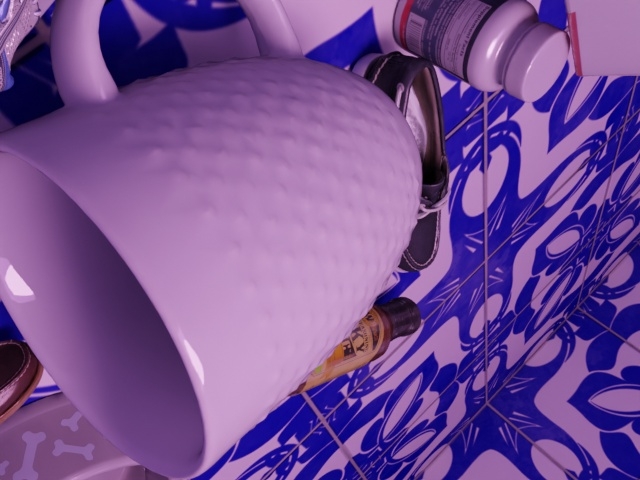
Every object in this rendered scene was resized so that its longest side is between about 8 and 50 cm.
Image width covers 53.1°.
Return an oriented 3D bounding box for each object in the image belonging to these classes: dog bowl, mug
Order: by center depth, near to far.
[{"bbox_3d":[-0.082,-0.058,0.532,0.328,0.276,0.373,-36,121,-39],"label":"mug"},{"bbox_3d":[-0.324,0.343,0.775,0.349,0.102,0.348,-31,143,-27],"label":"dog bowl"}]

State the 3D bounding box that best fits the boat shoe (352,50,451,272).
[{"bbox_3d":[0.111,-0.079,0.791,0.114,0.091,0.302,-40,128,-29],"label":"boat shoe"}]

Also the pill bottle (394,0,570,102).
[{"bbox_3d":[0.182,-0.232,0.728,0.108,0.180,0.107,-33,145,-27],"label":"pill bottle"}]

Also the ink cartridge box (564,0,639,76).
[{"bbox_3d":[0.337,-0.391,0.611,0.279,0.161,0.384,26,72,-62],"label":"ink cartridge box"}]

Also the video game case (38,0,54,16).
[{"bbox_3d":[-0.209,-0.262,0.286,0.299,0.036,0.329,-58,151,-13],"label":"video game case"}]

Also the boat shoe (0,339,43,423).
[{"bbox_3d":[-0.352,0.153,0.565,0.207,0.073,0.073,-36,148,-22],"label":"boat shoe"}]

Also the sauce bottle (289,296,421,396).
[{"bbox_3d":[0.035,0.154,1.022,0.345,0.111,0.111,-13,133,-47],"label":"sauce bottle"}]

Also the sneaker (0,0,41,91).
[{"bbox_3d":[-0.181,-0.141,0.346,0.058,0.052,0.135,-24,140,-64],"label":"sneaker"}]
